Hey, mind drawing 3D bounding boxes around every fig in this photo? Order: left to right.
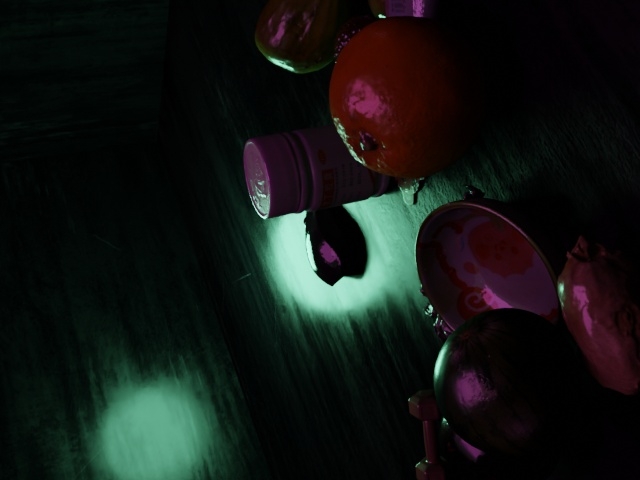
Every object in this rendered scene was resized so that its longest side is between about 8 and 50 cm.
[{"bbox_3d":[-0.024,-0.537,2.014,0.314,0.233,0.233,-12,90,63],"label":"fig"}]

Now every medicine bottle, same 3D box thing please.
[{"bbox_3d":[-0.009,-0.175,2.011,0.202,0.315,0.202,167,90,-72],"label":"medicine bottle"}]

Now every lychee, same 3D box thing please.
[{"bbox_3d":[0.102,-0.409,1.836,0.171,0.171,0.171,169,90,-68],"label":"lychee"}]

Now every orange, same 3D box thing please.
[{"bbox_3d":[0.166,-0.270,1.578,0.312,0.312,0.312,169,90,-68],"label":"orange"}]

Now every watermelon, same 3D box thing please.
[{"bbox_3d":[0.309,0.234,1.364,0.242,0.242,0.242,169,90,-68],"label":"watermelon"}]

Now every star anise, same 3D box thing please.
[{"bbox_3d":[0.282,0.166,1.815,0.208,0.063,0.172,-174,73,-67],"label":"star anise"}]

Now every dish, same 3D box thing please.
[{"bbox_3d":[0.334,0.053,1.517,0.324,0.124,0.324,31,137,34],"label":"dish"}]

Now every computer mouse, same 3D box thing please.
[{"bbox_3d":[-0.005,0.002,2.402,0.168,0.087,0.295,100,152,-48],"label":"computer mouse"}]

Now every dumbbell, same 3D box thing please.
[{"bbox_3d":[0.265,0.473,1.978,0.082,0.092,0.231,-70,-26,-78],"label":"dumbbell"}]

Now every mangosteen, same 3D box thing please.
[{"bbox_3d":[0.346,0.341,1.559,0.228,0.228,0.266,152,135,-67],"label":"mangosteen"}]

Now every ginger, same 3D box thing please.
[{"bbox_3d":[0.450,0.124,1.289,0.152,0.138,0.267,-164,59,-71],"label":"ginger"}]

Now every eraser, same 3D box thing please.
[{"bbox_3d":[0.188,-0.537,1.679,0.174,0.081,0.227,29,127,58],"label":"eraser"}]

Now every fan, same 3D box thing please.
[{"bbox_3d":[0.186,-0.204,1.942,0.152,0.008,0.227,109,143,-55],"label":"fan"}]

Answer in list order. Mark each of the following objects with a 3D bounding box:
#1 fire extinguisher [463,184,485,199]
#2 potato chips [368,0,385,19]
[{"bbox_3d":[0.303,-0.005,1.636,0.071,0.099,0.231,12,115,38],"label":"fire extinguisher"},{"bbox_3d":[0.129,-0.585,1.846,0.150,0.049,0.202,-143,40,-66],"label":"potato chips"}]
